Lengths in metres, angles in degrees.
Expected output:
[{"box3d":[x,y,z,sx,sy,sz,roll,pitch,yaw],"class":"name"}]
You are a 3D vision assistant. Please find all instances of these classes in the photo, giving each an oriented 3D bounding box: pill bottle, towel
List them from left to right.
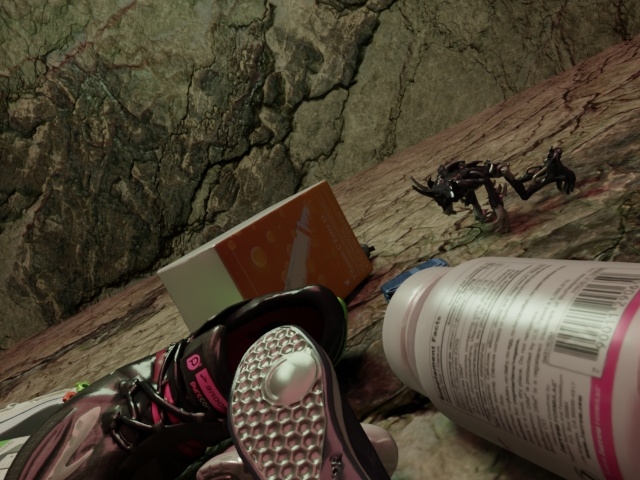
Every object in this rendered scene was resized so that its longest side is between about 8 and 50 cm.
[{"box3d":[0.160,0.066,0.907,0.119,0.029,0.067,-28,11,0],"class":"towel"},{"box3d":[0.179,0.094,0.430,0.160,0.160,0.283,-32,13,-20],"class":"pill bottle"}]

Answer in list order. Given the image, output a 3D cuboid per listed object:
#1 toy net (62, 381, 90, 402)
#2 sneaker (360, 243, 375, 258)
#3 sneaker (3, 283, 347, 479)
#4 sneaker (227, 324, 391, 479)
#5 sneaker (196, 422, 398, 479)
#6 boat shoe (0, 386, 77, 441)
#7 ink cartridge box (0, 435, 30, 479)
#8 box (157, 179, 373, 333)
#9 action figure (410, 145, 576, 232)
[{"box3d":[-0.413,0.309,0.957,0.045,0.122,0.232,-65,11,6],"class":"toy net"},{"box3d":[0.018,0.054,1.220,0.224,0.083,0.098,-13,-2,37],"class":"sneaker"},{"box3d":[-0.168,0.187,0.656,0.483,0.185,0.202,-34,-15,-22],"class":"sneaker"},{"box3d":[0.016,0.178,0.382,0.086,0.163,0.226,-31,38,0],"class":"sneaker"},{"box3d":[-0.020,0.214,0.551,0.232,0.090,0.115,-20,11,29],"class":"sneaker"},{"box3d":[-0.626,0.387,1.052,0.367,0.136,0.156,-26,12,-5],"class":"boat shoe"},{"box3d":[-0.433,0.373,0.724,0.273,0.115,0.198,-21,14,31],"class":"ink cartridge box"},{"box3d":[-0.084,0.057,0.986,0.168,0.215,0.345,-22,10,39],"class":"box"},{"box3d":[0.311,-0.088,0.973,0.276,0.141,0.164,-9,18,10],"class":"action figure"}]
